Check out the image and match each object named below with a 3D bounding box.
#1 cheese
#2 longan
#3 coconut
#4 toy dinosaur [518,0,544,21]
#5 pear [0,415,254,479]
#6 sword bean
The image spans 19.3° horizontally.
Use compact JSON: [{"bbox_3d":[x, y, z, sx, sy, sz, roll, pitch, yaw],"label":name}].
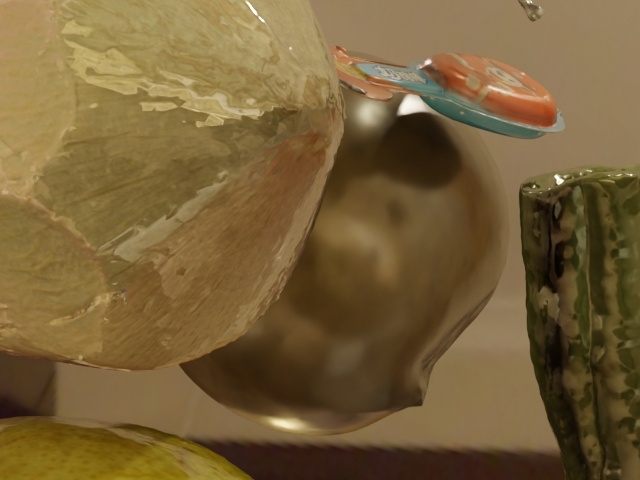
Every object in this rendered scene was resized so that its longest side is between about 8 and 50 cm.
[{"bbox_3d":[0.088,-0.112,1.352,0.256,0.106,0.037,6,-63,-44],"label":"cheese"},{"bbox_3d":[0.000,0.000,1.490,0.319,0.319,0.319,8,-50,10],"label":"longan"},{"bbox_3d":[-0.094,-0.050,0.817,0.234,0.224,0.224,12,-42,47],"label":"coconut"},{"bbox_3d":[0.146,-0.222,1.411,0.039,0.209,0.082,-37,-77,14],"label":"toy dinosaur"},{"bbox_3d":[-0.106,0.224,0.782,0.304,0.304,0.304,8,-50,10],"label":"pear"},{"bbox_3d":[0.099,0.103,0.539,0.043,0.038,0.269,11,-59,55],"label":"sword bean"}]
